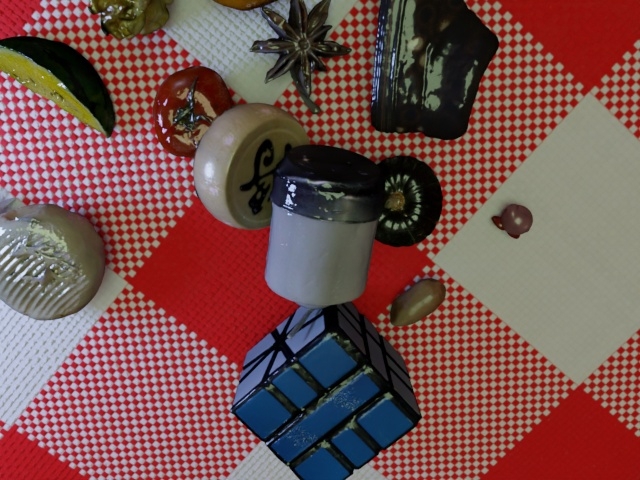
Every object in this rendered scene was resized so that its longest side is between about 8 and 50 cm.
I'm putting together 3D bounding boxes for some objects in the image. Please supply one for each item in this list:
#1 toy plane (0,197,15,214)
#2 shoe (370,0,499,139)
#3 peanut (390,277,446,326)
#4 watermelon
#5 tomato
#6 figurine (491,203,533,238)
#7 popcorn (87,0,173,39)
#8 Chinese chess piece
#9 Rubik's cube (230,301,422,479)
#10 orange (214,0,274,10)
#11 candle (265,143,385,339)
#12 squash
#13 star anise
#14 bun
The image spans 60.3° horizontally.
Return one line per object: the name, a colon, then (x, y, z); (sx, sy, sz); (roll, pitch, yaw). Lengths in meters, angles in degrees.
toy plane: (-0.794, -0.044, 1.216); (0.234, 0.082, 0.160); (-14, 130, 3)
shoe: (0.229, -0.394, 1.083); (0.237, 0.171, 0.383); (6, 105, 5)
peanut: (0.220, 0.145, 1.267); (0.152, 0.076, 0.076); (-38, 101, 12)
watermelon: (-0.557, -0.337, 1.140); (0.301, 0.123, 0.129); (31, 123, -5)
tomato: (-0.258, -0.261, 1.126); (0.187, 0.151, 0.187); (-1, 114, -1)
figurine: (0.437, -0.043, 1.226); (0.083, 0.067, 0.071); (26, 123, -22)
popcorn: (-0.371, -0.477, 1.050); (0.174, 0.195, 0.168); (-24, 111, 10)
Chinese chess piece: (-0.132, -0.147, 1.109); (0.104, 0.257, 0.257); (27, 106, 34)
Rubik's cube: (0.012, 0.309, 1.199); (0.288, 0.293, 0.283); (-42, 103, 7)
orange: (-0.147, -0.562, 1.037); (0.249, 0.183, 0.248); (0, 102, -1)
candle: (0.000, 0.000, 1.091); (0.222, 0.221, 0.342); (8, 113, -2)
squash: (0.169, -0.083, 1.173); (0.193, 0.156, 0.193); (1, 76, -3)
star anise: (-0.042, -0.385, 1.128); (0.209, 0.089, 0.231); (7, 110, -18)
bun: (-0.593, 0.040, 1.195); (0.273, 0.168, 0.272); (0, 117, -1)
